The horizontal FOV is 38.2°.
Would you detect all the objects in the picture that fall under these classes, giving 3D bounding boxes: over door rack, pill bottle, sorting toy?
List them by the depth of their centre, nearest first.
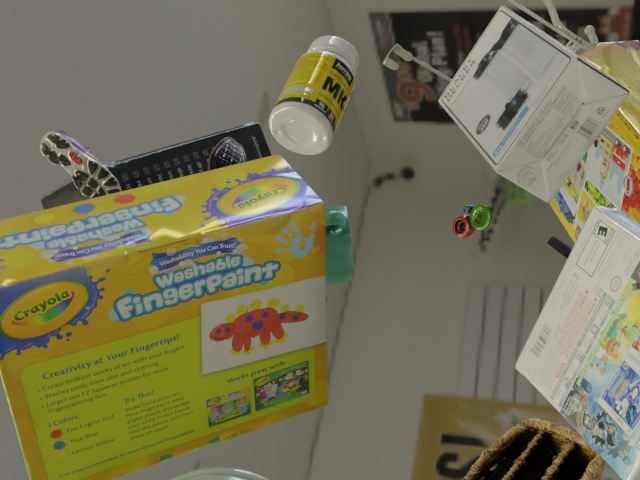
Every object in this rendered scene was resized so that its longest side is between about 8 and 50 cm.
[{"bbox_3d":[-0.006,-0.265,1.662,0.119,0.119,0.208,74,-150,-49],"label":"pill bottle"},{"bbox_3d":[0.319,-0.378,1.743,0.239,0.324,0.108,-52,23,46],"label":"over door rack"},{"bbox_3d":[0.309,-0.042,1.839,0.042,0.102,0.061,0,-109,-42],"label":"sorting toy"}]

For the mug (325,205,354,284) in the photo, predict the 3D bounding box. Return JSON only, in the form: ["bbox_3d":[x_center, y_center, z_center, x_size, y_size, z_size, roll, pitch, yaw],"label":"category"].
[{"bbox_3d":[0.000,-0.001,1.534,0.129,0.097,0.157,-98,3,-59],"label":"mug"}]

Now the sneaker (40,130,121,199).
[{"bbox_3d":[-0.416,-0.138,1.647,0.170,0.068,0.071,45,-158,-6],"label":"sneaker"}]

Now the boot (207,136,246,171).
[{"bbox_3d":[-0.213,-0.113,1.847,0.106,0.082,0.219,-44,24,37],"label":"boot"}]

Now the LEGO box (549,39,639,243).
[{"bbox_3d":[0.663,-0.146,1.978,0.500,0.193,0.372,-107,15,-50],"label":"LEGO box"}]

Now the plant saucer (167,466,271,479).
[{"bbox_3d":[-0.186,0.602,1.606,0.100,0.401,0.400,38,-124,-80],"label":"plant saucer"}]

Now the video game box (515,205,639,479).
[{"bbox_3d":[0.297,0.098,0.902,0.187,0.048,0.205,53,130,50],"label":"video game box"}]

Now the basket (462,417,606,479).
[{"bbox_3d":[0.383,0.486,1.782,0.299,0.213,0.223,-47,-28,-16],"label":"basket"}]

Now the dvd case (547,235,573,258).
[{"bbox_3d":[0.532,0.091,1.653,0.022,0.253,0.180,-53,21,7],"label":"dvd case"}]

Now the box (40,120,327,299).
[{"bbox_3d":[-0.302,0.026,2.137,0.472,0.297,0.479,-24,-85,-44],"label":"box"}]

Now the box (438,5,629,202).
[{"bbox_3d":[0.266,-0.188,1.214,0.169,0.087,0.290,-57,20,19],"label":"box"}]

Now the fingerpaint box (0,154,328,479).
[{"bbox_3d":[-0.222,0.116,1.286,0.163,0.445,0.371,-131,32,-49],"label":"fingerpaint box"}]
